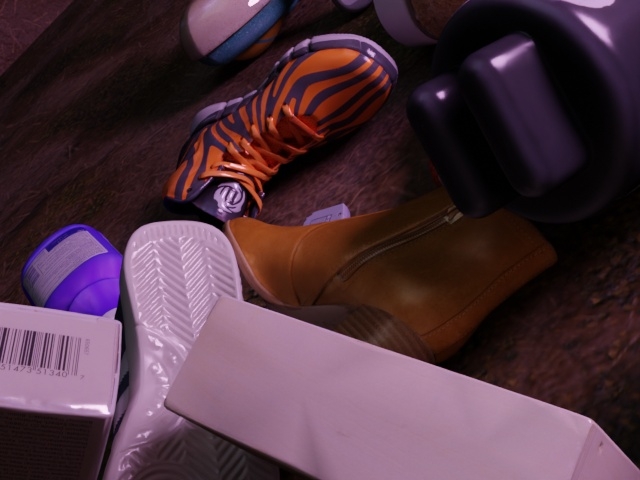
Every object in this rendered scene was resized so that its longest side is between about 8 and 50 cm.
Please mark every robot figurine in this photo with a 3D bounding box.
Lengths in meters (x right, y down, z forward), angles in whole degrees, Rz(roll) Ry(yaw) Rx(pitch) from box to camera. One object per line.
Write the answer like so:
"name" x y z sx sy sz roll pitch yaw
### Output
"robot figurine" 0.194 -0.116 0.670 0.278 0.173 0.209 -31 42 -32

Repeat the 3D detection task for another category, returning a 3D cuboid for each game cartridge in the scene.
"game cartridge" 0.000 0.000 0.930 0.056 0.017 0.083 -19 36 38

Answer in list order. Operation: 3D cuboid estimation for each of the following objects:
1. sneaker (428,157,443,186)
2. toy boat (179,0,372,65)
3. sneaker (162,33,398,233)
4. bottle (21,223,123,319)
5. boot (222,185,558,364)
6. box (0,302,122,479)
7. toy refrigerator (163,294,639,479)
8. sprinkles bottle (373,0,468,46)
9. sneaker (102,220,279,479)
"sneaker" 0.140 -0.112 0.897 0.068 0.064 0.175 -7 44 14
"toy boat" -0.064 -0.353 1.376 0.318 0.148 0.267 -16 32 47
"sneaker" -0.053 -0.093 1.033 0.321 0.125 0.180 -25 35 43
"bottle" -0.251 0.066 1.043 0.118 0.092 0.283 -46 30 -10
"boot" 0.050 0.007 0.797 0.211 0.104 0.295 -37 34 -6
"box" -0.225 0.177 0.696 0.094 0.113 0.275 -99 26 -50
"toy refrigerator" 0.041 0.115 0.568 0.270 0.102 0.094 14 71 40
"sprinkles bottle" 0.216 -0.284 0.965 0.355 0.121 0.121 0 48 48
"sneaker" -0.108 0.160 0.752 0.148 0.131 0.349 108 162 -53
